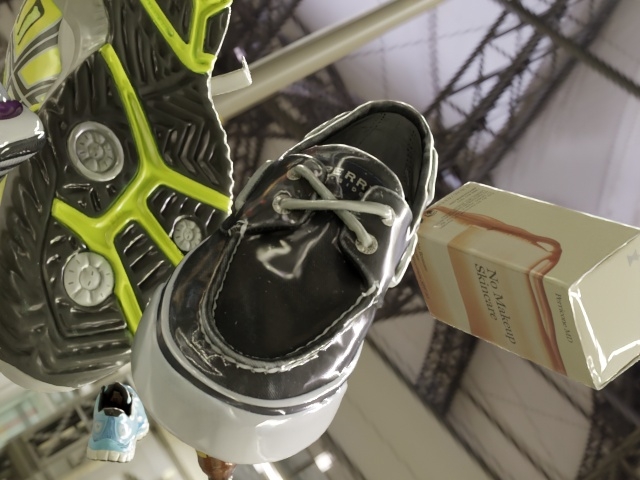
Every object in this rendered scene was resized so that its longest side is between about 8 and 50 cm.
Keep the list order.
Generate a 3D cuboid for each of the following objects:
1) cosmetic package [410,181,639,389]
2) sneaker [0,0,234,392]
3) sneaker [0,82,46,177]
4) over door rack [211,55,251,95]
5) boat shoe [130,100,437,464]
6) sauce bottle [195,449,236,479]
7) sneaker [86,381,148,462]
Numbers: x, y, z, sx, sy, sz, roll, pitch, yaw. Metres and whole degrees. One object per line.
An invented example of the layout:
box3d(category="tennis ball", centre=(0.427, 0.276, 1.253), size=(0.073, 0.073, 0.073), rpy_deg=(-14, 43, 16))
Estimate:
box3d(category="cosmetic package", centre=(0.248, 0.045, 1.382), size=(0.296, 0.129, 0.153), rpy_deg=(20, -42, 54))
box3d(category="sneaker", centre=(-0.149, -0.069, 0.780), size=(0.145, 0.384, 0.147), rpy_deg=(31, -39, -31))
box3d(category="sneaker", centre=(-0.202, -0.051, 0.456), size=(0.098, 0.083, 0.224), rpy_deg=(59, 18, -2))
box3d(category="over door rack", centre=(-0.203, -0.304, 1.175), size=(0.324, 0.108, 0.239), rpy_deg=(56, -7, 47))
box3d(category="boat shoe", centre=(0.000, 0.000, 0.606), size=(0.108, 0.301, 0.102), rpy_deg=(30, -61, 7))
box3d(category="sauce bottle", centre=(-0.102, 0.195, 1.114), size=(0.042, 0.042, 0.128), rpy_deg=(34, -47, 56))
box3d(category="sneaker", centre=(-0.224, 0.192, 1.312), size=(0.162, 0.063, 0.073), rpy_deg=(-118, -145, -77))
